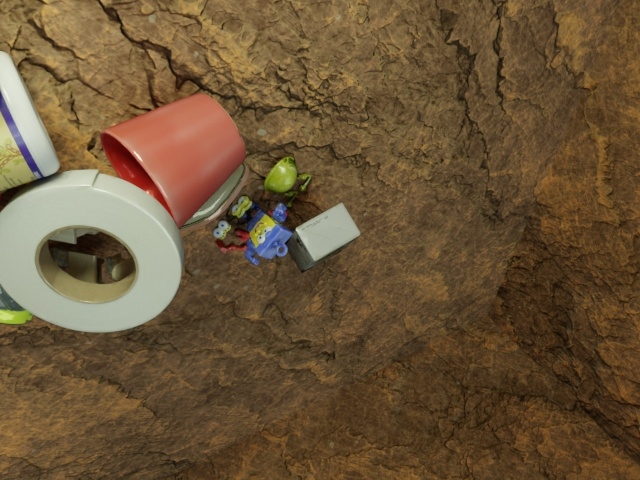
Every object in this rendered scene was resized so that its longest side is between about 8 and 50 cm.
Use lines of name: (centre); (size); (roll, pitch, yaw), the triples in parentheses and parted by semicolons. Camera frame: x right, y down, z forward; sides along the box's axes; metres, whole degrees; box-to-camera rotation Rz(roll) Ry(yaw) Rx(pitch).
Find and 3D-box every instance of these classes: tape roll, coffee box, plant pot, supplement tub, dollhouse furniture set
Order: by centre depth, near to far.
supplement tub: (-0.685, -0.183, 0.963); (0.331, 0.241, 0.241); (-24, 140, -19)
tape roll: (-0.494, 0.035, 1.149); (0.392, 0.072, 0.392); (-3, 125, -5)
plant pot: (-0.326, -0.199, 1.241); (0.243, 0.275, 0.275); (-40, 145, -23)
dollhouse furniture set: (-0.584, 0.052, 1.275); (0.161, 0.212, 0.242); (-53, 150, -70)
coffee box: (0.000, 0.000, 1.706); (0.168, 0.119, 0.297); (-30, 176, -13)

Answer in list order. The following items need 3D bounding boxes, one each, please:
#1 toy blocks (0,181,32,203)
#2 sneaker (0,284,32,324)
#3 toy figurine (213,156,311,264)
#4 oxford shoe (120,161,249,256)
toy blocks: (-0.691, -0.102, 1.191); (0.123, 0.054, 0.148); (-4, 130, -39)
sneaker: (-0.831, 0.121, 1.275); (0.300, 0.111, 0.121); (13, 109, -52)
toy figurine: (-0.128, -0.041, 1.591); (0.362, 0.217, 0.191); (-47, 142, 10)
oxford shoe: (-0.368, -0.109, 1.392); (0.397, 0.140, 0.146); (-37, 135, -7)
